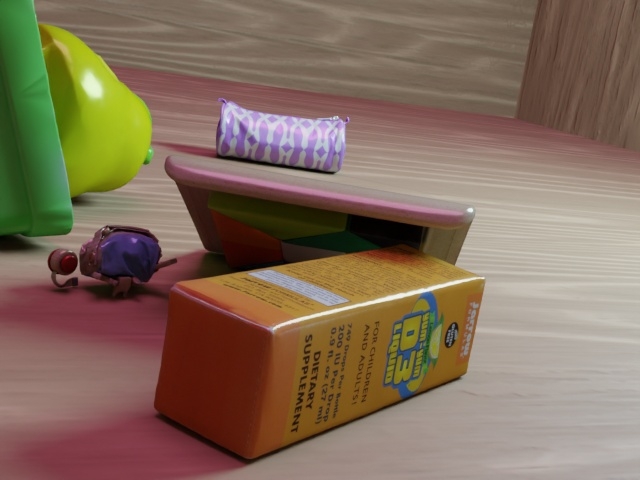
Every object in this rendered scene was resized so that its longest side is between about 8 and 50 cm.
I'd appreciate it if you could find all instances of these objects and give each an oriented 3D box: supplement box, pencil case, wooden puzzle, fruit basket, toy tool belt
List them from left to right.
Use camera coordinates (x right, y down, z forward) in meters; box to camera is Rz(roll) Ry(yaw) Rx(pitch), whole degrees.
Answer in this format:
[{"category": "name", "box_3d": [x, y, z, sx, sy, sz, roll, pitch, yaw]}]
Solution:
[{"category": "fruit basket", "box_3d": [-0.319, -0.145, 0.883, 0.392, 0.282, 0.392, -3, 25, 2]}, {"category": "toy tool belt", "box_3d": [-0.152, 0.015, 0.708, 0.051, 0.052, 0.083, 10, 10, 43]}, {"category": "pencil case", "box_3d": [-0.057, -0.156, 1.440, 0.206, 0.088, 0.086, 7, 11, -8]}, {"category": "wooden puzzle", "box_3d": [0.000, 0.000, 0.765, 0.221, 0.044, 0.238, 10, -13, 5]}, {"category": "supplement box", "box_3d": [0.011, 0.057, 0.582, 0.080, 0.078, 0.233, 18, 16, 33]}]
